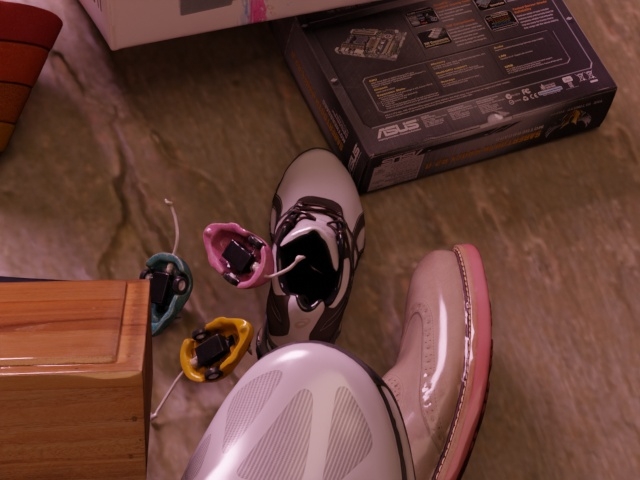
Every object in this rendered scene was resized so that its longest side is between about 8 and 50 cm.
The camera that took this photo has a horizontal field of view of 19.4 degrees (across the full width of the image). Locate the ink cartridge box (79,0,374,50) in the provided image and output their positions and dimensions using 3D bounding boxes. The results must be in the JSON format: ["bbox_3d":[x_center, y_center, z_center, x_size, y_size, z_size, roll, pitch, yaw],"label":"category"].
[{"bbox_3d":[-0.099,-0.258,1.482,0.353,0.119,0.207,-12,34,-17],"label":"ink cartridge box"}]

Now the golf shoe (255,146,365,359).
[{"bbox_3d":[0.000,0.000,1.394,0.077,0.094,0.198,8,55,-5],"label":"golf shoe"}]

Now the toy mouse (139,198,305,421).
[{"bbox_3d":[-0.081,0.031,1.357,0.031,0.161,0.143,23,36,-54],"label":"toy mouse"}]

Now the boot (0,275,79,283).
[{"bbox_3d":[-0.259,0.035,1.315,0.207,0.094,0.246,3,64,-5],"label":"boot"}]

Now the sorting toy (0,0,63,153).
[{"bbox_3d":[-0.378,-0.115,1.408,0.365,0.127,0.126,1,87,-8],"label":"sorting toy"}]

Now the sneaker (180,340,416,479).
[{"bbox_3d":[-0.060,0.237,1.069,0.169,0.257,0.447,10,68,16],"label":"sneaker"}]

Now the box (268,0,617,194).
[{"bbox_3d":[0.098,-0.150,1.531,0.231,0.056,0.183,-17,61,-21],"label":"box"}]

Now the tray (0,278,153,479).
[{"bbox_3d":[-0.310,0.083,1.134,0.411,0.076,0.203,0,14,-4],"label":"tray"}]

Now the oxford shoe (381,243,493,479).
[{"bbox_3d":[0.042,0.142,1.296,0.130,0.123,0.348,12,55,3],"label":"oxford shoe"}]
